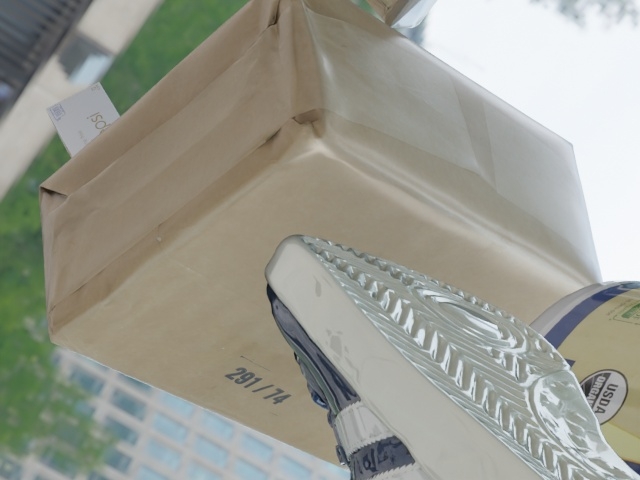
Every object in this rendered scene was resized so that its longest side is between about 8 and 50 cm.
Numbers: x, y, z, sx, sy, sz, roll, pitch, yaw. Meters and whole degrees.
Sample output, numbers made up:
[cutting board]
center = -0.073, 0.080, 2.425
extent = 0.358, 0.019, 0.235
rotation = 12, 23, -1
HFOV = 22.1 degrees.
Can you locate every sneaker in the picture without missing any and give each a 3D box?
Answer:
[sneaker]
center = 0.053, 0.125, 0.656
extent = 0.148, 0.131, 0.350
rotation = -64, -145, 17

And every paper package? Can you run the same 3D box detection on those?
[paper package]
center = 0.000, 0.000, 1.229
extent = 0.309, 0.325, 0.168
rotation = -36, -136, 33

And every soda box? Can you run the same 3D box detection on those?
[soda box]
center = -0.221, -0.075, 1.763
extent = 0.069, 0.074, 0.216
rotation = -28, -133, -7

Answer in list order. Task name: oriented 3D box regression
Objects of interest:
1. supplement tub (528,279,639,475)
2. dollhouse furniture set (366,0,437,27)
[supplement tub]
center = 0.257, 0.151, 0.886
extent = 0.316, 0.228, 0.228
rotation = 10, -112, 51
[dollhouse furniture set]
center = 0.038, -0.231, 1.260
extent = 0.129, 0.183, 0.129
rotation = -8, 143, -53
